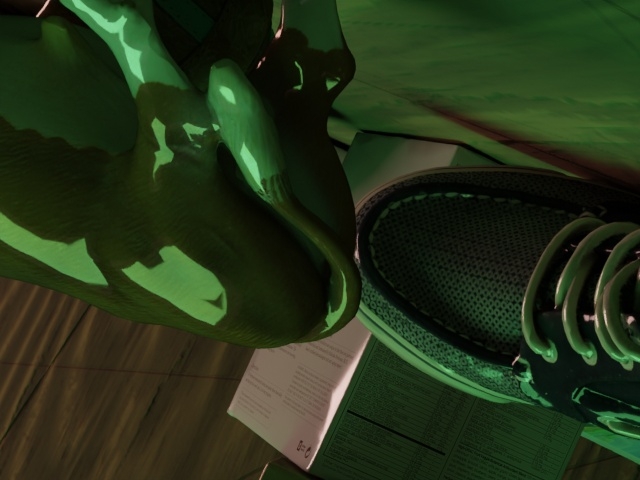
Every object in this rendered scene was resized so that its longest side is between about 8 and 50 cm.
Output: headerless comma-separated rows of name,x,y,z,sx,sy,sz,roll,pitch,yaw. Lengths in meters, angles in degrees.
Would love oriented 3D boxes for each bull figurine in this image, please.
bull figurine,-0.128,-0.051,0.712,0.310,0.101,0.188,13,133,14

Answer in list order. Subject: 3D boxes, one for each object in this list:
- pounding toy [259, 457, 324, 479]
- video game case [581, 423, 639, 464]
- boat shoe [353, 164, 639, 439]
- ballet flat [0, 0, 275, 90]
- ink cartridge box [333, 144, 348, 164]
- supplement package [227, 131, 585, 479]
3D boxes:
pounding toy,0.011,0.212,1.102,0.141,0.130,0.100,25,178,5
video game case,0.277,0.115,1.311,0.204,0.025,0.285,-9,162,25
boat shoe,0.147,0.024,0.890,0.341,0.127,0.158,16,168,22
ballet flat,-0.164,-0.125,0.855,0.342,0.116,0.124,19,161,46
ink cartridge box,0.000,0.000,1.477,0.307,0.129,0.223,24,178,15
supplement package,0.070,0.058,1.179,0.149,0.203,0.194,26,178,-17
